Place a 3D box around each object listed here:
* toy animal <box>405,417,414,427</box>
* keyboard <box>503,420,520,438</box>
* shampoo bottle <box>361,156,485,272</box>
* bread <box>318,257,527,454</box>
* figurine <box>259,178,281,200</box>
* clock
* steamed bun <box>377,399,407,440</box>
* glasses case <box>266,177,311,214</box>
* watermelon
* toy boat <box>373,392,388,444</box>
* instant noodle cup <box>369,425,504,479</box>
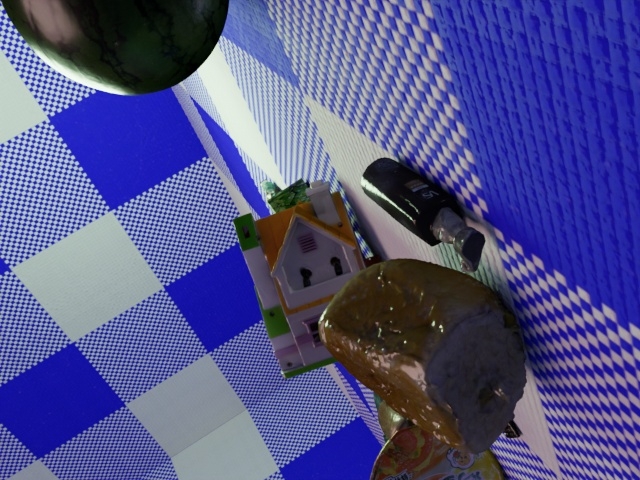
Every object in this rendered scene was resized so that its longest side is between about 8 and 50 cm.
[{"bbox_3d":[0.237,0.438,1.768,0.047,0.065,0.135,46,164,52],"label":"toy animal"},{"bbox_3d":[0.246,0.224,1.147,0.204,0.013,0.061,56,172,14],"label":"keyboard"},{"bbox_3d":[0.118,-0.034,0.832,0.207,0.057,0.063,47,165,54],"label":"shampoo bottle"},{"bbox_3d":[0.143,0.128,0.884,0.246,0.176,0.195,21,155,52],"label":"bread"},{"bbox_3d":[-0.125,-0.120,1.927,0.106,0.047,0.060,53,161,42],"label":"figurine"},{"bbox_3d":[-0.006,0.055,1.308,0.166,0.235,0.309,-86,-24,-79],"label":"clock"},{"bbox_3d":[0.221,0.502,1.943,0.175,0.106,0.145,61,171,-29],"label":"steamed bun"},{"bbox_3d":[0.000,0.000,1.483,0.272,0.095,0.062,54,175,27],"label":"glasses case"},{"bbox_3d":[-0.299,-0.387,1.061,0.363,0.363,0.363,56,171,14],"label":"watermelon"},{"bbox_3d":[0.215,0.504,2.092,0.093,0.103,0.246,-76,-31,-83],"label":"toy boat"},{"bbox_3d":[0.227,0.487,1.450,0.264,0.264,0.200,57,180,10],"label":"instant noodle cup"}]
